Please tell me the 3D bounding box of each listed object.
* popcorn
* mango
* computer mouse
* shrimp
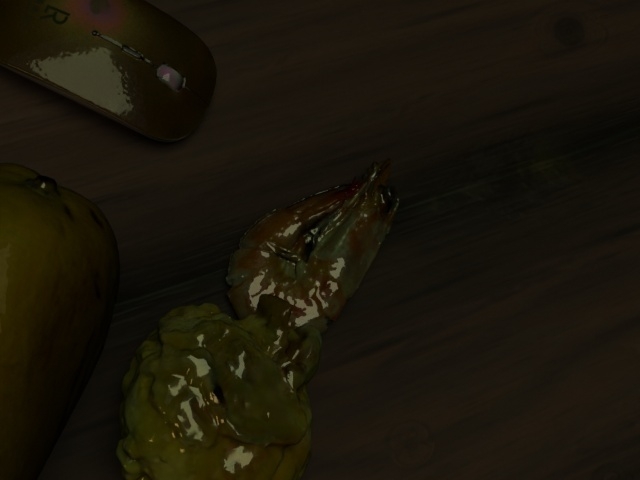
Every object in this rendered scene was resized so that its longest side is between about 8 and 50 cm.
[{"bbox_3d":[-0.100,0.179,1.175,0.233,0.192,0.266,41,75,-4],"label":"popcorn"},{"bbox_3d":[-0.346,0.138,1.060,0.221,0.301,0.445,21,77,-4],"label":"mango"},{"bbox_3d":[-0.276,-0.235,1.332,0.310,0.072,0.158,26,67,-9],"label":"computer mouse"},{"bbox_3d":[0.000,0.000,1.346,0.154,0.062,0.294,38,66,4],"label":"shrimp"}]
